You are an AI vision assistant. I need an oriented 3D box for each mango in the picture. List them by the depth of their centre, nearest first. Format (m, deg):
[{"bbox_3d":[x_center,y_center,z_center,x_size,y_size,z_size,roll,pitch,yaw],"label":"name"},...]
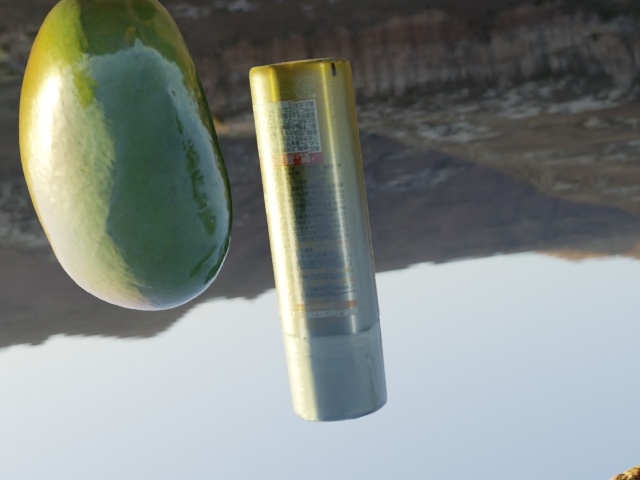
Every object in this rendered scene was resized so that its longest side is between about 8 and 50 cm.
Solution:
[{"bbox_3d":[-0.129,-0.055,0.742,0.114,0.251,0.156,-30,-126,-19],"label":"mango"}]

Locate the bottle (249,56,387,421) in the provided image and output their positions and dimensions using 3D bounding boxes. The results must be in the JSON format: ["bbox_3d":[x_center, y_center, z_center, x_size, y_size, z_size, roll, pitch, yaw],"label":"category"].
[{"bbox_3d":[0.000,0.000,0.938,0.082,0.286,0.082,-6,-173,1],"label":"bottle"}]

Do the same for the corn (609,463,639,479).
[{"bbox_3d":[0.193,0.294,0.982,0.280,0.092,0.092,-34,-171,-13],"label":"corn"}]
